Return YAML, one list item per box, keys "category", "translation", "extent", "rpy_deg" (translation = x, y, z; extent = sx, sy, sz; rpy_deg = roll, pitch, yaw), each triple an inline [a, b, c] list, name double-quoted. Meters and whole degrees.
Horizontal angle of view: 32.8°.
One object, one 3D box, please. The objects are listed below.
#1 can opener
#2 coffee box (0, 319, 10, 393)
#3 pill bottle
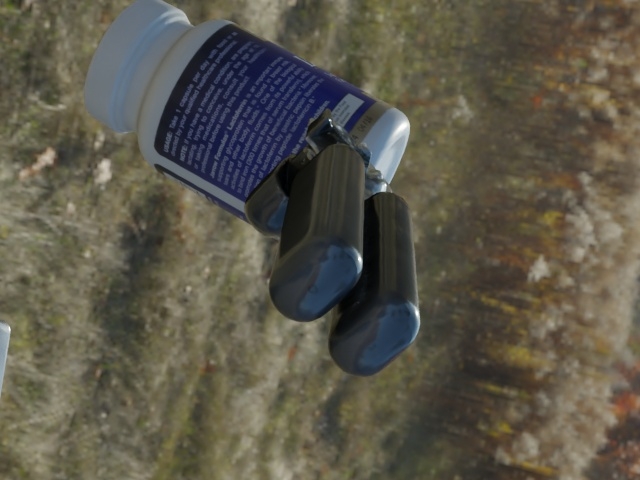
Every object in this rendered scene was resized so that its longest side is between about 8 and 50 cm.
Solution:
- category: "can opener"
  translation: [0.000, 0.000, 0.606]
  extent: [0.095, 0.076, 0.283]
  rpy_deg: [-42, -167, 16]
- category: "coffee box"
  translation: [-0.344, 0.080, 0.603]
  extent: [0.297, 0.168, 0.119]
  rpy_deg: [18, 77, -61]
- category: "pill bottle"
  translation: [-0.067, -0.103, 0.973]
  extent: [0.153, 0.265, 0.153]
  rpy_deg: [-58, 171, -15]
